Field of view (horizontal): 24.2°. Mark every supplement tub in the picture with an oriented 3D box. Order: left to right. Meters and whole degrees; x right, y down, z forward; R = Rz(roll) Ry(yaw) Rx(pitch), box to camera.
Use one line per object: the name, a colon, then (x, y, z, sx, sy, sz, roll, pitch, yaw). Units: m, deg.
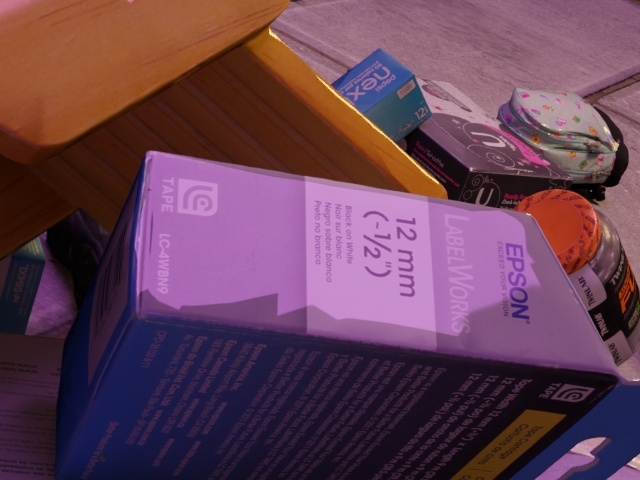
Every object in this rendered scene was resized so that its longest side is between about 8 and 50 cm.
supplement tub: (0.246, 0.040, 1.453, 0.117, 0.117, 0.190, 42, -9, 39)

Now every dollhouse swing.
dollhouse swing: (-0.149, -0.004, 0.987, 0.315, 0.347, 0.305, -38, 93, -36)

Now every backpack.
backpack: (0.308, -0.137, 1.991, 0.182, 0.115, 0.152, 3, 32, -30)

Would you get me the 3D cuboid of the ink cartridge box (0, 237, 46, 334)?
ink cartridge box: (-0.303, 0.021, 1.174, 0.143, 0.090, 0.092, 9, 26, -27)

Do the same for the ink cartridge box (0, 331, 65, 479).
ink cartridge box: (-0.124, 0.186, 1.001, 0.324, 0.071, 0.330, 9, 29, -25)

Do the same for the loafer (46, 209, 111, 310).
loafer: (-0.178, 0.021, 1.296, 0.078, 0.076, 0.223, 0, 27, -24)

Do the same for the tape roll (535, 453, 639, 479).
tape roll: (0.222, 0.272, 1.078, 0.275, 0.090, 0.275, 18, 24, -8)

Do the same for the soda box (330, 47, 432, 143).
soda box: (0.010, -0.108, 1.580, 0.071, 0.210, 0.067, 46, -10, 44)

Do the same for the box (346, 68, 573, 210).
box: (0.134, -0.076, 1.681, 0.163, 0.142, 0.247, 2, 31, -37)

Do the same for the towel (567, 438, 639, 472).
towel: (0.317, 0.195, 1.372, 0.282, 0.049, 0.187, 22, 24, 2)

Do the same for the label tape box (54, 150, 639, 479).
label tape box: (0.029, 0.077, 0.923, 0.348, 0.249, 0.115, 7, 59, -17)
